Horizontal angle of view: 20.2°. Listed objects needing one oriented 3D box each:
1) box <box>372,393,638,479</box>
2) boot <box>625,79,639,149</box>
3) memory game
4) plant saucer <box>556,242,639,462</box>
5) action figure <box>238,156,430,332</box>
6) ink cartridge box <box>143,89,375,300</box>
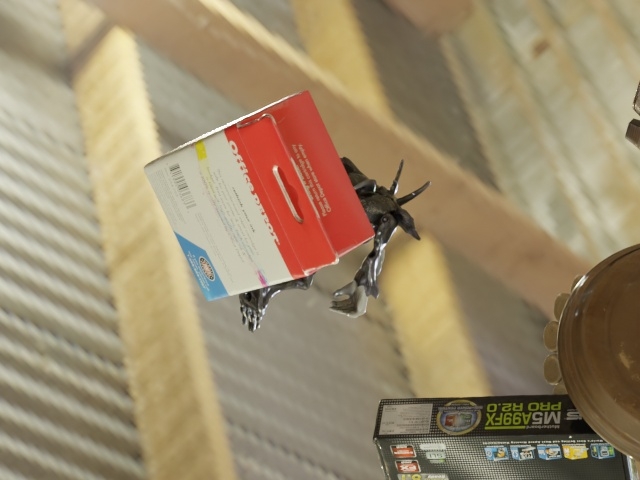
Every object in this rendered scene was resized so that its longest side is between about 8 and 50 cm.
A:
[{"bbox_3d":[0.210,0.259,1.969,0.060,0.270,0.216,-78,-20,-44],"label":"box"},{"bbox_3d":[0.378,-0.132,1.935,0.087,0.118,0.042,23,-135,19],"label":"boot"},{"bbox_3d":[0.312,0.128,2.062,0.012,0.186,0.186,4,-138,-29],"label":"memory game"},{"bbox_3d":[0.383,0.109,1.850,0.278,0.277,0.041,59,164,28],"label":"plant saucer"},{"bbox_3d":[0.000,0.000,2.080,0.275,0.141,0.164,-24,-122,-32],"label":"action figure"},{"bbox_3d":[-0.043,-0.037,1.475,0.078,0.231,0.134,-29,-83,-30],"label":"ink cartridge box"}]
